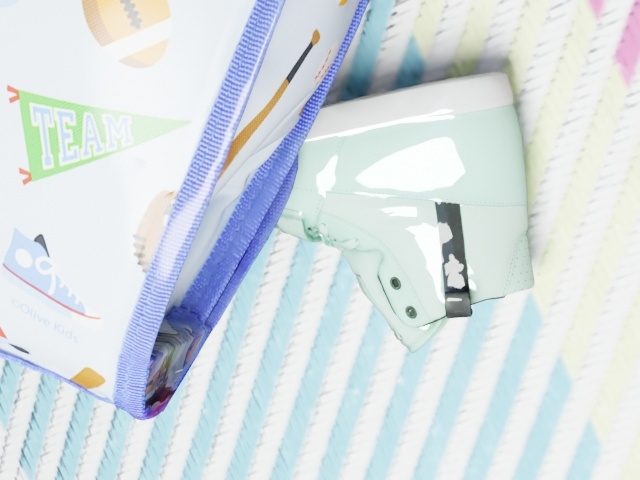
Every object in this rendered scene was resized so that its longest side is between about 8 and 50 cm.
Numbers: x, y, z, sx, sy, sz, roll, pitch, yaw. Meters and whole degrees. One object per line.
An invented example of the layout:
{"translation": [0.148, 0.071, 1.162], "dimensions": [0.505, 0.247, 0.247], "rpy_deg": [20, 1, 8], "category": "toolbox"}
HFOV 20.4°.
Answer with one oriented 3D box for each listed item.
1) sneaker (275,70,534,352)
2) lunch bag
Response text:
{"translation": [0.000, 0.000, 1.036], "dimensions": [0.255, 0.094, 0.151], "rpy_deg": [-11, 92, 24], "category": "sneaker"}
{"translation": [-0.147, -0.142, 0.899], "dimensions": [0.327, 0.239, 0.385], "rpy_deg": [25, 100, 10], "category": "lunch bag"}
